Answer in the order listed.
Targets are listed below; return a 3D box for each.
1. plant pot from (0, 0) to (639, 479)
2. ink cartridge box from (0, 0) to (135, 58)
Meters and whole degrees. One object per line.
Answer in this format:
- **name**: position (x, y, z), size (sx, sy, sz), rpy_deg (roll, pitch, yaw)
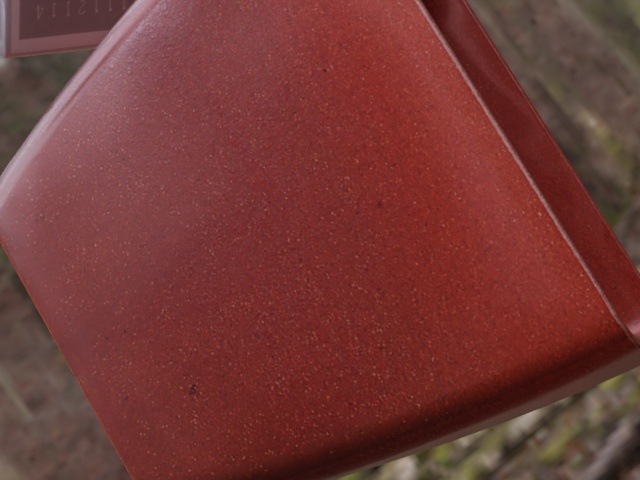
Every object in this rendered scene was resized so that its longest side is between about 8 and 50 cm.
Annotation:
- **plant pot**: position (0.000, 0.000, 0.919), size (0.236, 0.267, 0.267), rpy_deg (-34, -11, 11)
- **ink cartridge box**: position (-0.100, -0.202, 1.144), size (0.296, 0.261, 0.066), rpy_deg (-9, -59, -26)
